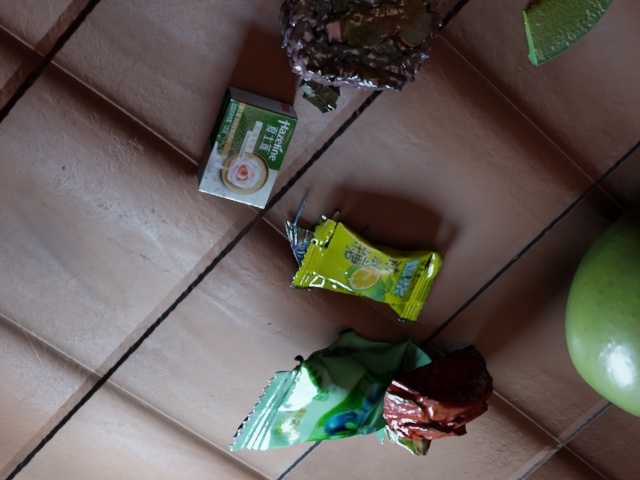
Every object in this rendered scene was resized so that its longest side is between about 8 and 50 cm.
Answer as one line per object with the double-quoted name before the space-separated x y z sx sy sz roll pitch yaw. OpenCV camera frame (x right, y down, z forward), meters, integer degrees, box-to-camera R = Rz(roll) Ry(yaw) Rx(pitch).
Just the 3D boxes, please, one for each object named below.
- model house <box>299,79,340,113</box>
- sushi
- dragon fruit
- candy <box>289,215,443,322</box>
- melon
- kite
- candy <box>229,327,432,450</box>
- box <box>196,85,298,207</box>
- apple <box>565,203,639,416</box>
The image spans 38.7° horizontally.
"model house" 0.000 -0.284 1.689 0.083 0.057 0.058 35 68 -22
"sushi" 0.067 -0.373 1.582 0.270 0.171 0.236 5 90 -11
"dragon fruit" 0.260 0.371 1.945 0.317 0.152 0.205 -15 135 -48
"candy" 0.102 0.066 1.880 0.297 0.081 0.187 14 118 -19
"melon" 0.474 -0.444 1.702 0.262 0.053 0.114 -43 98 10
"kite" 0.000 0.000 1.869 0.183 0.010 0.160 21 117 -22
"candy" 0.017 0.335 1.928 0.398 0.172 0.262 -5 124 -39
"box" -0.140 -0.174 1.713 0.135 0.081 0.199 15 117 -17
"apple" 0.718 0.138 1.828 0.474 0.473 0.473 -4 119 -8
